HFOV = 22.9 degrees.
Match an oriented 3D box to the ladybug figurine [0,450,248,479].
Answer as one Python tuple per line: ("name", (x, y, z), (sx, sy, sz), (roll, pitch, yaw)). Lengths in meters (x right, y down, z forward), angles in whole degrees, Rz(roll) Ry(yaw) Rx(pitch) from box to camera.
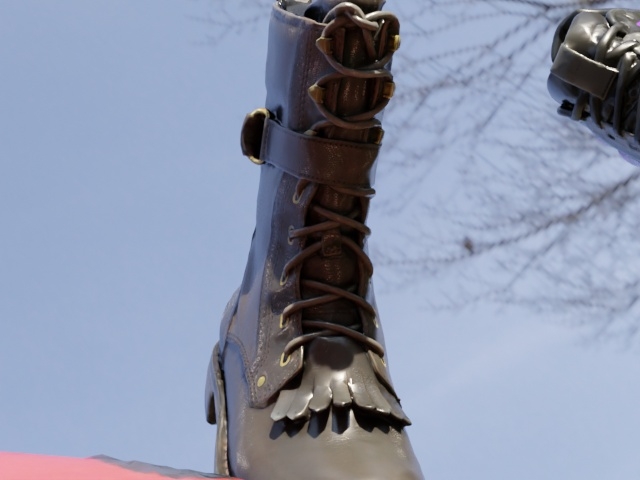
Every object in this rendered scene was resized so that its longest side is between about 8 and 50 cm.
("ladybug figurine", (-0.089, 0.152, 0.426), (0.449, 0.305, 0.162), (5, -82, -9))

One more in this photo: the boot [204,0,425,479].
("boot", (0.000, 0.000, 0.733), (0.091, 0.263, 0.229), (3, -73, -19))

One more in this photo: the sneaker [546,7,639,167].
("sneaker", (0.217, -0.082, 1.015), (0.146, 0.293, 0.102), (24, -74, -16))
